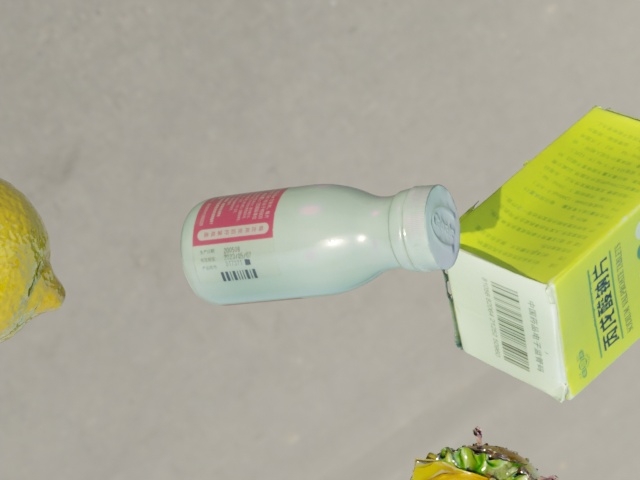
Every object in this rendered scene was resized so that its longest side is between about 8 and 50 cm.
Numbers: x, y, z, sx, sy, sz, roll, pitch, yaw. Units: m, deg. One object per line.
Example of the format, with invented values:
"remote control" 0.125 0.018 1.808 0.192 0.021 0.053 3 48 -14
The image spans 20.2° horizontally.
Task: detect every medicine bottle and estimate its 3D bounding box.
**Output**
"medicine bottle" 0.239 0.008 1.619 0.250 0.141 0.137 -38 134 -29
"medicine bottle" 0.000 0.000 1.429 0.217 0.090 0.090 -6 172 27

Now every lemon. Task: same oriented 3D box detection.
"lemon" -0.375 0.015 1.834 0.187 0.244 0.186 25 90 -90

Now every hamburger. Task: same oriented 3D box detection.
"hamburger" 0.148 0.265 1.670 0.093 0.164 0.189 -44 162 -59
